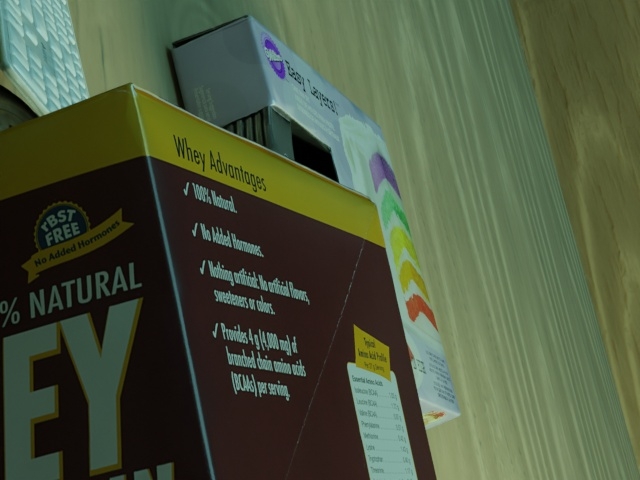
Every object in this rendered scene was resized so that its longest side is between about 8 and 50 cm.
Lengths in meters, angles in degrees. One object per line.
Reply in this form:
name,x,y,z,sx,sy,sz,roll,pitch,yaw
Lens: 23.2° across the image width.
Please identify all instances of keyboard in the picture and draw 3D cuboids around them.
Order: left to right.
keyboard,-0.137,-0.112,0.742,0.072,0.014,0.256,60,3,-34

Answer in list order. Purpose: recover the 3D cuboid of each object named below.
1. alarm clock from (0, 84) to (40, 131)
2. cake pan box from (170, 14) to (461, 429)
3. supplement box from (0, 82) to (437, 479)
alarm clock,-0.137,-0.012,0.659,0.192,0.064,0.129,-80,146,-65
cake pan box,0.000,0.000,1.067,0.267,0.070,0.246,33,37,-63
supplement box,-0.052,0.078,0.504,0.191,0.129,0.194,20,55,-66
